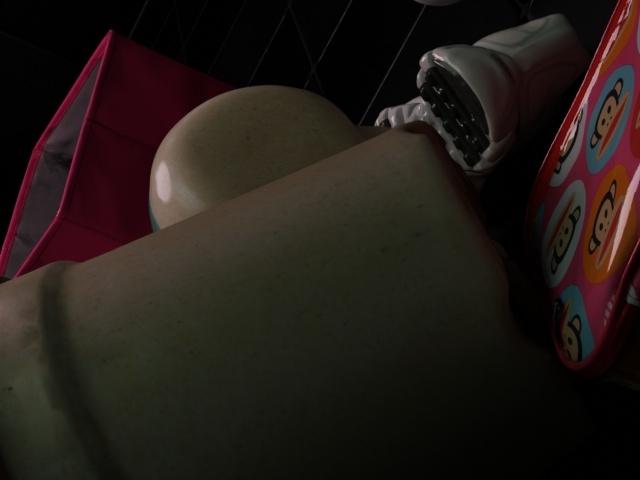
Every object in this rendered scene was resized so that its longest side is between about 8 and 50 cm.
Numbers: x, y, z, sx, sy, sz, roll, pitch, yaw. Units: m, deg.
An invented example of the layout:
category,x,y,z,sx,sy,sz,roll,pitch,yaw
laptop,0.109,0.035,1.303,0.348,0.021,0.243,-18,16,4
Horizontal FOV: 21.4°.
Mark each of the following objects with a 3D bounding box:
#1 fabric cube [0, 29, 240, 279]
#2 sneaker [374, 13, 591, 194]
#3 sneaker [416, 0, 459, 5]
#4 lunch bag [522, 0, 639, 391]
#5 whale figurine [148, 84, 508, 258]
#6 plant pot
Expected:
category,x,y,z,sx,sy,sz,roll,pitch,yaw
fabric cube,-0.180,-0.017,1.809,0.254,0.258,0.259,-44,28,49
sneaker,0.124,-0.093,1.307,0.118,0.110,0.292,-33,-3,-15
sneaker,0.110,-0.328,1.564,0.210,0.137,0.366,-41,26,55
lunch bag,0.216,-0.077,0.938,0.258,0.120,0.293,-92,22,-65
whale figurine,0.000,0.000,1.264,0.216,0.272,0.141,-49,-21,-38
plant pot,-0.009,0.095,1.044,0.305,0.334,0.334,-30,26,8
